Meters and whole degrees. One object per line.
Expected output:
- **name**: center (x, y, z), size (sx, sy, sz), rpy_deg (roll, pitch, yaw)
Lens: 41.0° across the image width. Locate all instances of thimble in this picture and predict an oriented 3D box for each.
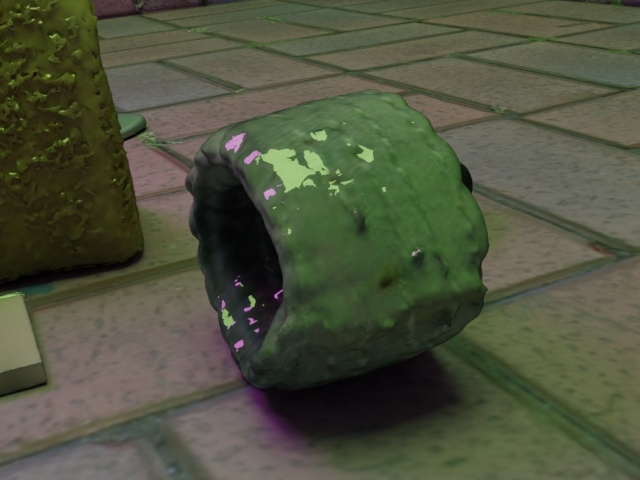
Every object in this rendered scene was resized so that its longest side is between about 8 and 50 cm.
- **thimble**: center (0.000, 0.000, 0.637), size (0.171, 0.205, 0.250), rpy_deg (-14, 29, -20)

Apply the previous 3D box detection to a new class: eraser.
- **eraser**: center (-0.290, 0.090, 0.714), size (0.103, 0.023, 0.150), rpy_deg (-14, 24, -20)

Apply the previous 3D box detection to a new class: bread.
- **bread**: center (-0.331, -0.123, 0.899), size (0.248, 0.316, 0.279), rpy_deg (-8, 12, -13)

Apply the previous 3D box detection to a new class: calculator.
- **calculator**: center (-0.342, -0.187, 1.415), size (0.095, 0.021, 0.153), rpy_deg (2, 26, 14)

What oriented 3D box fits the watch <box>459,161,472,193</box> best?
- **watch**: center (0.056, -0.036, 0.908), size (0.206, 0.068, 0.193), rpy_deg (11, 30, 41)
